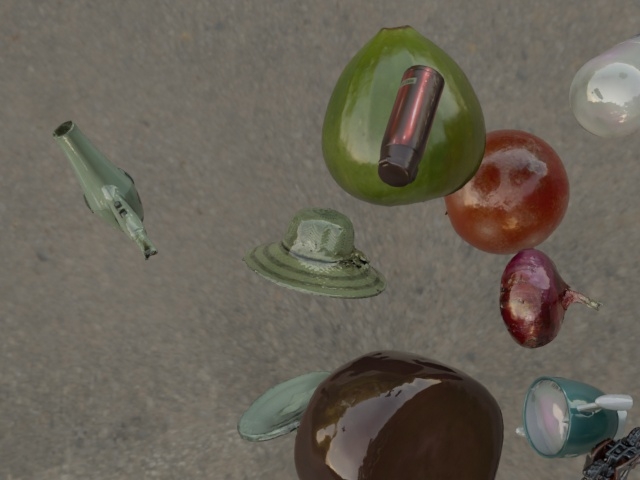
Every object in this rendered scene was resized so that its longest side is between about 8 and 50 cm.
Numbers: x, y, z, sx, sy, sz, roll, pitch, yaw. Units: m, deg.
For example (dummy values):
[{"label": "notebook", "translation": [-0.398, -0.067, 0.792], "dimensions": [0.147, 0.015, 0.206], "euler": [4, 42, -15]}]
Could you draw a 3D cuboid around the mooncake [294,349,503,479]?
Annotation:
[{"label": "mooncake", "translation": [0.124, 0.322, 1.329], "dimensions": [0.326, 0.174, 0.333], "euler": [-27, 117, -33]}]

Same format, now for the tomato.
[{"label": "tomato", "translation": [0.393, -0.106, 1.829], "dimensions": [0.265, 0.265, 0.264], "euler": [-1, 80, 5]}]

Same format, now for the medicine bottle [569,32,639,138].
[{"label": "medicine bottle", "translation": [0.503, -0.254, 1.346], "dimensions": [0.341, 0.130, 0.130], "euler": [-30, 76, -38]}]

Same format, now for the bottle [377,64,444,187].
[{"label": "bottle", "translation": [0.112, -0.141, 1.098], "dimensions": [0.060, 0.060, 0.164], "euler": [15, 60, 7]}]

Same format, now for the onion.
[{"label": "onion", "translation": [0.342, 0.087, 1.288], "dimensions": [0.140, 0.150, 0.150], "euler": [0, 79, 31]}]

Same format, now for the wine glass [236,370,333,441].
[{"label": "wine glass", "translation": [0.029, 0.453, 1.558], "dimensions": [0.267, 0.267, 0.406], "euler": [-28, 105, -1]}]

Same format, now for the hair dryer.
[{"label": "hair dryer", "translation": [-0.358, -0.092, 1.454], "dimensions": [0.092, 0.267, 0.229], "euler": [-37, 112, -9]}]

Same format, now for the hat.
[{"label": "hat", "translation": [0.000, 0.000, 1.455], "dimensions": [0.252, 0.252, 0.109], "euler": [15, 107, 7]}]

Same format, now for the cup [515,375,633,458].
[{"label": "cup", "translation": [0.542, 0.374, 1.841], "dimensions": [0.173, 0.300, 0.167], "euler": [8, 64, -23]}]

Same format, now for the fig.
[{"label": "fig", "translation": [0.141, -0.220, 1.551], "dimensions": [0.316, 0.316, 0.316], "euler": [-1, 80, 5]}]

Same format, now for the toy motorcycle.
[{"label": "toy motorcycle", "translation": [0.557, 0.438, 1.675], "dimensions": [0.084, 0.213, 0.118], "euler": [26, 125, 40]}]
